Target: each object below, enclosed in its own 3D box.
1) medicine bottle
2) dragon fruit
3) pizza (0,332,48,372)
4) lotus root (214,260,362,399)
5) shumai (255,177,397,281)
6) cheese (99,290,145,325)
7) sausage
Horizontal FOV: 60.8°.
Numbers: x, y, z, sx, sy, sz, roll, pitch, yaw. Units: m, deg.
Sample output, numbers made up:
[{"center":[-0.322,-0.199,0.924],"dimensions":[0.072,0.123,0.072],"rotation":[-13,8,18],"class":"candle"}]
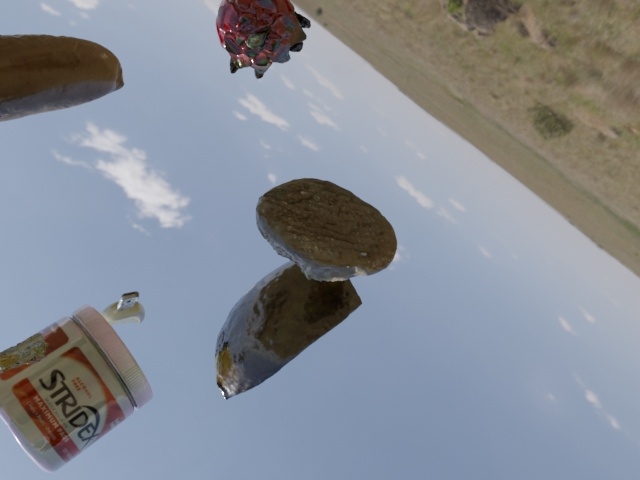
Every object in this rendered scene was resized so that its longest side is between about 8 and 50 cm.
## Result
[{"center":[-0.514,0.296,1.112],"dimensions":[0.241,0.252,0.252],"rotation":[-36,-110,-30],"class":"medicine bottle"},{"center":[-0.090,-0.317,0.817],"dimensions":[0.130,0.121,0.142],"rotation":[18,173,3],"class":"dragon fruit"},{"center":[-0.468,0.178,0.852],"dimensions":[0.026,0.109,0.123],"rotation":[59,-154,12],"class":"pizza"},{"center":[-0.087,0.146,1.022],"dimensions":[0.142,0.314,0.210],"rotation":[53,178,-5],"class":"lotus root"},{"center":[0.000,0.000,0.820],"dimensions":[0.210,0.153,0.161],"rotation":[14,-119,-7],"class":"shumai"},{"center":[-0.500,0.175,1.401],"dimensions":[0.127,0.235,0.049],"rotation":[-8,-108,-32],"class":"cheese"},{"center":[-0.515,-0.224,0.807],"dimensions":[0.501,0.123,0.136],"rotation":[-39,-71,-43],"class":"sausage"}]
